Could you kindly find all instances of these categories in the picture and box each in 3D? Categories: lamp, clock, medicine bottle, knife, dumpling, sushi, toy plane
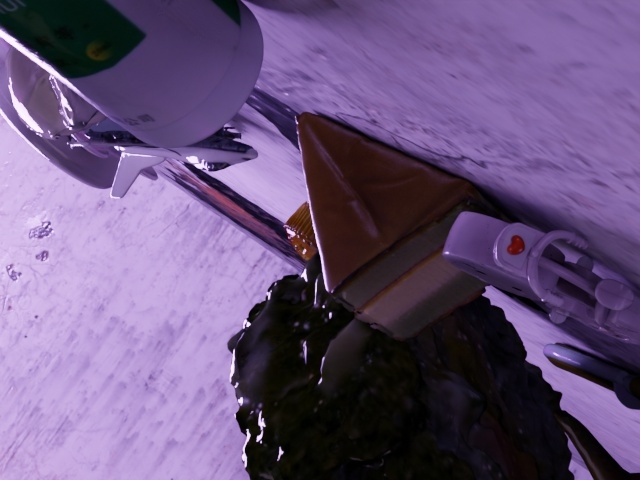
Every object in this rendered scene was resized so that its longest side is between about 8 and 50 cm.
[{"bbox_3d":[-0.282,-0.154,1.686,0.246,0.108,0.179,40,-177,26],"label":"lamp"},{"bbox_3d":[0.132,0.022,0.859,0.129,0.041,0.087,26,172,-13],"label":"clock"},{"bbox_3d":[-0.130,-0.138,0.716,0.095,0.095,0.260,31,174,40],"label":"medicine bottle"},{"bbox_3d":[0.252,0.123,1.243,0.061,0.027,0.343,31,177,-17],"label":"knife"},{"bbox_3d":[-0.240,-0.157,1.411,0.127,0.108,0.188,57,-176,-10],"label":"dumpling"},{"bbox_3d":[0.067,0.153,1.183,0.294,0.178,0.352,47,-159,-30],"label":"sushi"},{"bbox_3d":[-0.128,-0.092,1.367,0.160,0.082,0.234,-3,175,-39],"label":"toy plane"}]

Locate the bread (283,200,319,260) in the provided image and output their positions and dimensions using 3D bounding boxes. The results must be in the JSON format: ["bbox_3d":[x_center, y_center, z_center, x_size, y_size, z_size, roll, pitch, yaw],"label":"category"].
[{"bbox_3d":[0.000,0.000,1.623,0.085,0.053,0.085,34,176,2],"label":"bread"}]

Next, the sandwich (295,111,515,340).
[{"bbox_3d":[0.057,-0.037,0.972,0.079,0.113,0.163,36,-150,-38],"label":"sandwich"}]

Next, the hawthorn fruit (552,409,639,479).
[{"bbox_3d":[0.265,0.245,0.973,0.369,0.285,0.285,47,176,-1],"label":"hawthorn fruit"}]
